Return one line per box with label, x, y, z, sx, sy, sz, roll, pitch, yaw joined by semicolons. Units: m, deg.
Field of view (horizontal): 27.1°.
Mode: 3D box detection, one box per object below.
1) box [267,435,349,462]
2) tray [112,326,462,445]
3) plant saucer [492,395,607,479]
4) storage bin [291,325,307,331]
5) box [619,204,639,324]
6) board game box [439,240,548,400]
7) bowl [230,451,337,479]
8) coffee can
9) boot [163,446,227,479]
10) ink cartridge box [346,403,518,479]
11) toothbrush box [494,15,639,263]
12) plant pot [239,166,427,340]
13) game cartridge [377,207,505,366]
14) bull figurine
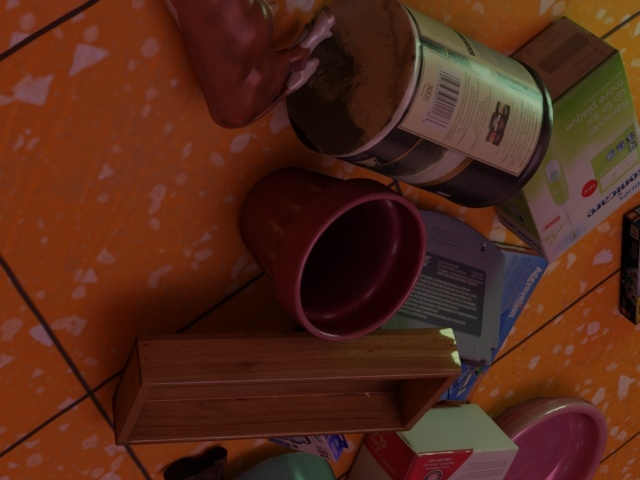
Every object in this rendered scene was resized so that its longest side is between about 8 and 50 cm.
box;-0.026;0.274;1.898;0.028;0.136;0.081;-57;145;-28
tray;-0.048;0.186;1.712;0.411;0.076;0.203;-1;151;-19
plant saucer;0.359;0.401;2.350;0.332;0.084;0.332;-22;133;-26
storage bin;0.044;0.164;1.905;0.180;0.084;0.122;-27;135;-19
box;0.585;0.018;2.259;0.159;0.044;0.233;-28;136;-20
board game box;0.247;0.131;2.087;0.145;0.027;0.281;10;115;-42
bowl;-0.060;0.487;1.996;0.311;0.163;0.311;-28;142;-24
coffee can;0.123;-0.167;1.620;0.275;0.201;0.201;17;110;-45
boot;-0.180;0.359;1.916;0.106;0.037;0.114;-17;135;-28
ink cartridge box;0.153;0.423;2.161;0.226;0.131;0.306;3;121;-38
toothbrush box;0.335;-0.138;1.876;0.206;0.122;0.283;-38;139;-8
plant pot;0.000;0.000;1.655;0.201;0.180;0.201;-20;124;-31
game cartridge;0.153;0.061;1.862;0.297;0.062;0.198;18;70;-46
bull figurine;-0.094;-0.267;1.439;0.188;0.101;0.310;-32;137;-17
